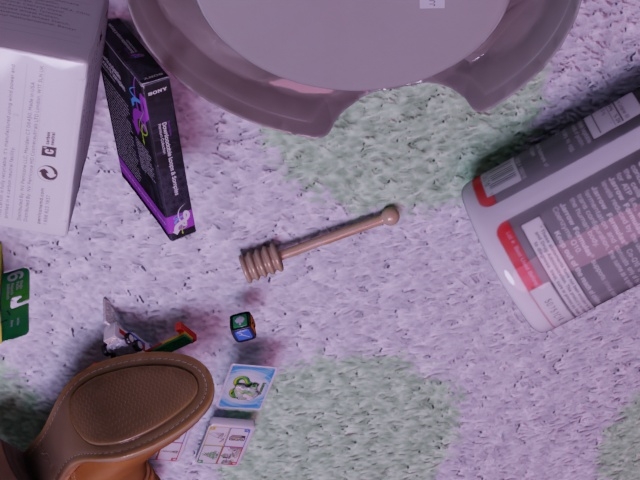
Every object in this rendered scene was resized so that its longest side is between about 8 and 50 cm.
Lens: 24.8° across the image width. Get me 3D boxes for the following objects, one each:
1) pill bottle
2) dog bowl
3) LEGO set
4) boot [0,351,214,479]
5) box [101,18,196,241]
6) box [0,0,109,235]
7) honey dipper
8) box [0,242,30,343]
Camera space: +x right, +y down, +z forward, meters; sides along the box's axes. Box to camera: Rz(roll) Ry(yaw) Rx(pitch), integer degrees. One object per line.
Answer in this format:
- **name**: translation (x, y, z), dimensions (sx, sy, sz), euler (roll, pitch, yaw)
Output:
- **pill bottle**: translation (0.289, -0.047, 1.339), dimensions (0.283, 0.161, 0.161), euler (-29, 127, 12)
- **dog bowl**: translation (0.026, -0.226, 1.129), dimensions (0.349, 0.102, 0.349), euler (2, 144, 1)
- **LEGO set**: translation (-0.145, 0.143, 1.488), dimensions (0.182, 0.060, 0.244), euler (6, 138, -15)
- **boot**: translation (-0.200, 0.227, 1.464), dimensions (0.283, 0.109, 0.220), euler (-34, 149, 4)
- **box**: translation (-0.150, -0.095, 1.245), dimensions (0.029, 0.116, 0.162), euler (-22, 132, -18)
- **box**: translation (-0.276, -0.119, 1.179), dimensions (0.182, 0.119, 0.181), euler (10, 130, -7)
- **honey dipper**: translation (0.000, 0.000, 1.407), dimensions (0.161, 0.030, 0.030), euler (-21, 129, 0)
- **box**: translation (-0.357, 0.051, 1.326), dimensions (0.179, 0.105, 0.043), euler (-2, 129, -10)
